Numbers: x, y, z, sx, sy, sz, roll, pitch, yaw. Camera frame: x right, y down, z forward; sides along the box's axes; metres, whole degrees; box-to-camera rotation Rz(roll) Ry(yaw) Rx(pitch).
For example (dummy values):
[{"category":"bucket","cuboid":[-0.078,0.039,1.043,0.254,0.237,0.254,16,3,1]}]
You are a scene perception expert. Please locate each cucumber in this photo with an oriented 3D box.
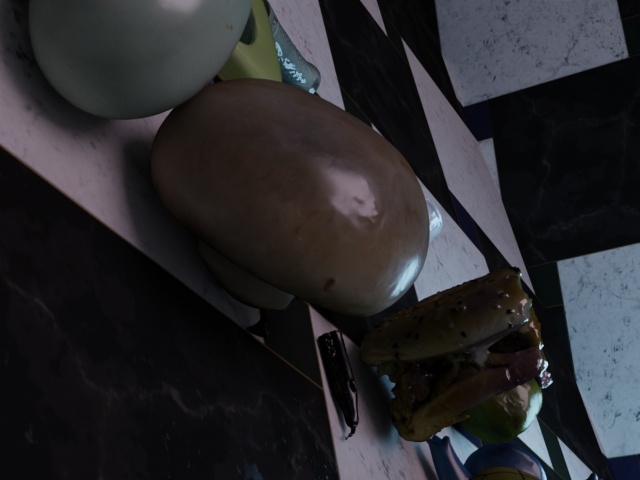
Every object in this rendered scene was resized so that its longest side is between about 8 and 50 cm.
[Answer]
[{"category":"cucumber","cuboid":[0.034,0.203,1.468,0.043,0.039,0.163,12,48,-40]}]

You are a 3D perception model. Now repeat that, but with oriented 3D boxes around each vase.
[{"category":"vase","cuboid":[-0.077,-0.325,1.812,0.219,0.096,0.096,41,28,-54]}]

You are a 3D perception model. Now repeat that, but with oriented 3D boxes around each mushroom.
[{"category":"mushroom","cuboid":[-0.048,-0.028,1.272,0.362,0.294,0.362,30,15,-9]}]

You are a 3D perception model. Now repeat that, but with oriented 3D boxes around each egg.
[{"category":"egg","cuboid":[-0.190,-0.289,1.185,0.230,0.230,0.371,52,41,-30]}]

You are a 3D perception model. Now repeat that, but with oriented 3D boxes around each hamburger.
[{"category":"hamburger","cuboid":[0.209,0.176,1.605,0.318,0.277,0.195,90,-22,-88]}]

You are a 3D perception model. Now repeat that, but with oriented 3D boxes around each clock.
[{"category":"clock","cuboid":[-0.195,-0.348,1.481,0.348,0.117,0.286,39,30,-49]}]

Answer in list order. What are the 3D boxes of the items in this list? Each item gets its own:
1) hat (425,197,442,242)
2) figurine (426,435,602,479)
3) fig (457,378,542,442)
[{"category":"hat","cuboid":[0.105,0.010,1.749,0.203,0.203,0.126,47,42,-39]},{"category":"figurine","cuboid":[0.302,0.434,1.600,0.416,0.298,0.243,-76,170,-60]},{"category":"fig","cuboid":[0.295,0.275,1.932,0.233,0.167,0.167,30,4,27]}]
